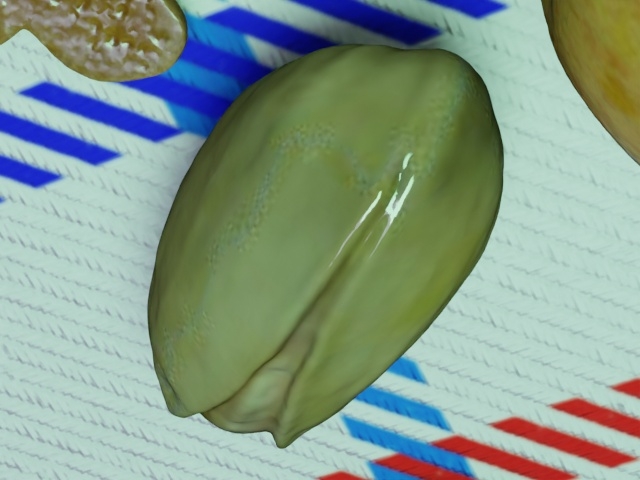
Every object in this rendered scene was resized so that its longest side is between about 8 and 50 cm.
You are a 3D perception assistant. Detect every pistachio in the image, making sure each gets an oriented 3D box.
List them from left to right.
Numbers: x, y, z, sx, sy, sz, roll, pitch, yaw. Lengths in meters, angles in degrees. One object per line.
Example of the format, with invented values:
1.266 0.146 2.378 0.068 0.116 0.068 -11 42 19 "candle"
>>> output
0.000 0.000 0.976 0.162 0.181 0.293 27 130 -16 "pistachio"

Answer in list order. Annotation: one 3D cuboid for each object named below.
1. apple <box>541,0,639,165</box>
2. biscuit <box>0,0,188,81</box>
0.250 -0.159 0.744 0.364 0.364 0.363 2 122 4 "apple"
-0.133 -0.235 0.921 0.205 0.049 0.324 9 122 -2 "biscuit"
